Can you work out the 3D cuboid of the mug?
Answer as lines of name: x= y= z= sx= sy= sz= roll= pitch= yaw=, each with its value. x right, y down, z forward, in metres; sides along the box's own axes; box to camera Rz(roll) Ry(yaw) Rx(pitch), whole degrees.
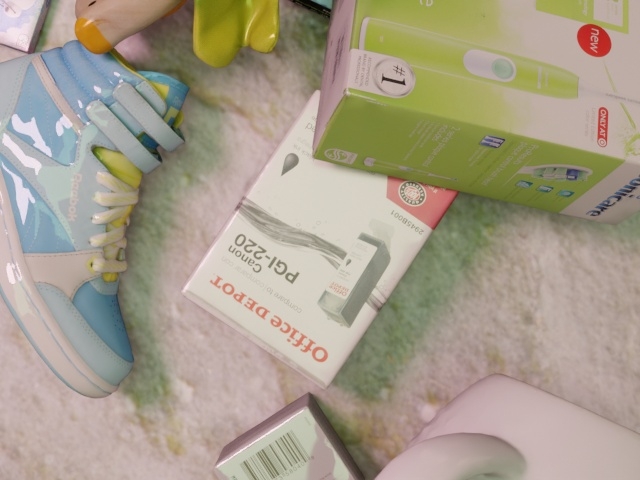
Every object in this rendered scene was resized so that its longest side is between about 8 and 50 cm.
mug: x=0.121 y=0.271 z=0.690 sx=0.276 sy=0.374 sz=0.328 roll=20 pitch=82 yaw=41

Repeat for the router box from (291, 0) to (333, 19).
router box: x=0.016 y=-0.271 z=0.850 sx=0.092 sy=0.038 sz=0.122 roll=25 pitch=89 yaw=0

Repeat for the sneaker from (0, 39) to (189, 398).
sneaker: x=-0.187 y=-0.036 z=0.805 sx=0.208 sy=0.127 sz=0.319 roll=-23 pitch=90 yaw=1

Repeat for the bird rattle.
bird rattle: x=-0.126 y=-0.255 z=0.771 sx=0.207 sy=0.143 sz=0.253 roll=-27 pitch=45 yaw=17

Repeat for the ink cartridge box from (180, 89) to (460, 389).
ink cartridge box: x=0.000 y=0.000 z=0.821 sx=0.158 sy=0.092 sz=0.218 roll=34 pitch=91 yaw=1

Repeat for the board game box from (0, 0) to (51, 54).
board game box: x=-0.301 y=-0.232 z=0.859 sx=0.090 sy=0.020 sz=0.090 roll=18 pitch=90 yaw=0

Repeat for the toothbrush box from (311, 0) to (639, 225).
toothbrush box: x=0.151 y=-0.151 z=0.759 sx=0.283 sy=0.122 sz=0.206 roll=13 pitch=68 yaw=-10

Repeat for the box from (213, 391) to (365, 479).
box: x=-0.025 y=0.209 z=0.819 sx=0.101 sy=0.087 sz=0.102 roll=-33 pitch=90 yaw=0
